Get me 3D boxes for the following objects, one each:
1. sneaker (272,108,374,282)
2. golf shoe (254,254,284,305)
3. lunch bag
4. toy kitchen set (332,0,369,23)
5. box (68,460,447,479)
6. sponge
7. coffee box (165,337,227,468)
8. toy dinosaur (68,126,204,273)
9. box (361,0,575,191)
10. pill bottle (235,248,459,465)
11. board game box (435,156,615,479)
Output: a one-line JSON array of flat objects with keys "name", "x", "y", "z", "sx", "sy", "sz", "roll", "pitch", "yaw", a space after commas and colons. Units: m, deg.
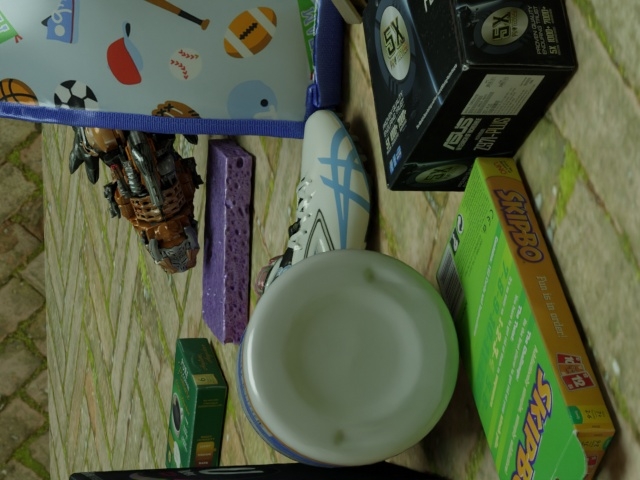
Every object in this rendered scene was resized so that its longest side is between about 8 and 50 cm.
[{"name": "sneaker", "x": 0.000, "y": 0.000, "z": 1.581, "sx": 0.085, "sy": 0.086, "sz": 0.237, "roll": 136, "pitch": 132, "yaw": -71}, {"name": "golf shoe", "x": -0.028, "y": 0.104, "z": 1.711, "sx": 0.086, "sy": 0.067, "sz": 0.186, "roll": 175, "pitch": 94, "yaw": -72}, {"name": "lunch bag", "x": -0.153, "y": -0.262, "z": 1.710, "sx": 0.239, "sy": 0.385, "sz": 0.328, "roll": -17, "pitch": -70, "yaw": -64}, {"name": "toy kitchen set", "x": 0.051, "y": -0.226, "z": 1.510, "sx": 0.083, "sy": 0.075, "sz": 0.068, "roll": 9, "pitch": 59, "yaw": 42}, {"name": "box", "x": -0.051, "y": 0.250, "z": 1.427, "sx": 0.165, "sy": 0.270, "sz": 0.143, "roll": 178, "pitch": 91, "yaw": -74}, {"name": "sponge", "x": -0.104, "y": 0.000, "z": 2.033, "sx": 0.117, "sy": 0.031, "sz": 0.210, "roll": -141, "pitch": 51, "yaw": -71}, {"name": "coffee box", "x": -0.148, "y": 0.220, "z": 2.173, "sx": 0.113, "sy": 0.040, "sz": 0.184, "roll": -120, "pitch": 33, "yaw": -58}, {"name": "toy dinosaur", "x": -0.201, "y": -0.128, "z": 2.062, "sx": 0.218, "sy": 0.164, "sz": 0.322, "roll": -129, "pitch": 40, "yaw": -79}, {"name": "box", "x": 0.095, "y": -0.137, "z": 1.259, "sx": 0.180, "sy": 0.077, "sz": 0.147, "roll": 121, "pitch": 146, "yaw": -61}, {"name": "pill bottle", "x": 0.012, "y": 0.096, "z": 1.388, "sx": 0.272, "sy": 0.152, "sz": 0.152, "roll": 116, "pitch": 151, "yaw": -82}, {"name": "board game box", "x": 0.132, "y": 0.079, "z": 1.216, "sx": 0.124, "sy": 0.039, "sz": 0.259, "roll": 105, "pitch": 160, "yaw": -45}]
